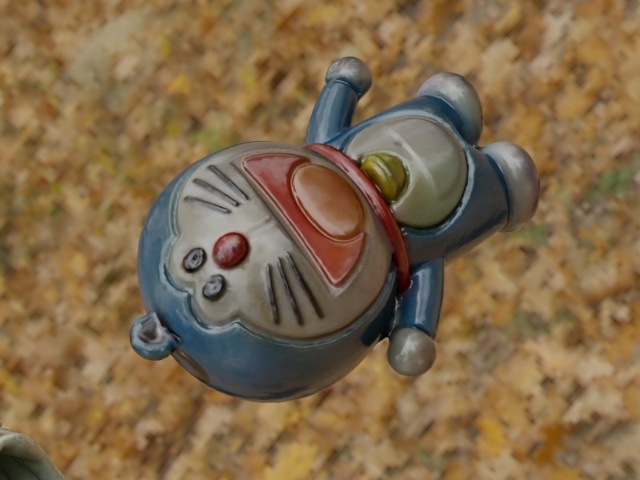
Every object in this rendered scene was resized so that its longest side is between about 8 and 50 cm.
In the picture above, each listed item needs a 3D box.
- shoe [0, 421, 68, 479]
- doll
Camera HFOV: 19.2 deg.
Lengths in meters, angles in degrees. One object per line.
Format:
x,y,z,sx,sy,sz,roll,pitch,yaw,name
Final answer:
-0.199,0.271,1.325,0.132,0.342,0.210,-33,8,-37,shoe
0.000,0.000,0.636,0.152,0.114,0.085,-28,-20,-23,doll
